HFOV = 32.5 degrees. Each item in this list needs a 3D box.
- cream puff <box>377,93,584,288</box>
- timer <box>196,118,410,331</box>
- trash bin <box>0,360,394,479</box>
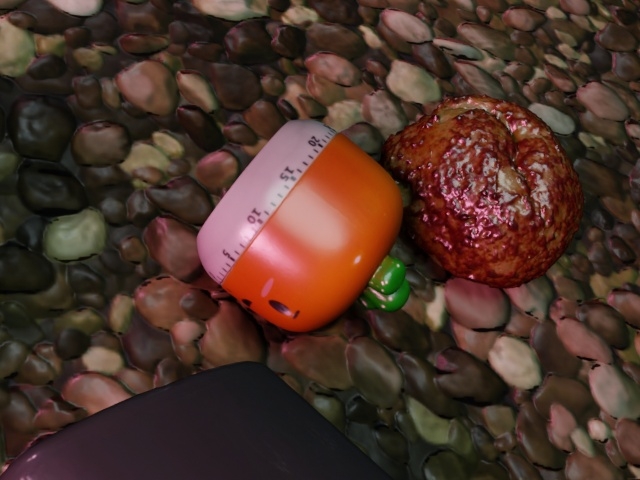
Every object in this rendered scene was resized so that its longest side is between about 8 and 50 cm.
[{"bbox_3d":[0.114,-0.041,0.743,0.149,0.084,0.149,14,48,-17],"label":"cream puff"},{"bbox_3d":[0.000,0.000,0.649,0.136,0.099,0.136,10,65,-22],"label":"timer"},{"bbox_3d":[-0.001,0.198,0.425,0.290,0.182,0.209,43,26,16],"label":"trash bin"}]
